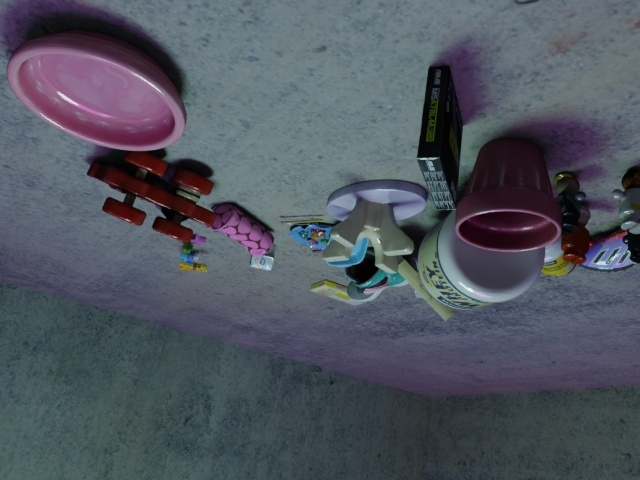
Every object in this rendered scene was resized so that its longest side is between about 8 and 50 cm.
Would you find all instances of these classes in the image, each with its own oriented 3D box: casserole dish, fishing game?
[{"bbox_3d":[0.073,0.011,1.747,0.114,0.036,0.188,-3,145,-8],"label":"casserole dish"},{"bbox_3d":[0.000,0.000,1.802,0.189,0.041,0.264,0,159,20],"label":"fishing game"}]

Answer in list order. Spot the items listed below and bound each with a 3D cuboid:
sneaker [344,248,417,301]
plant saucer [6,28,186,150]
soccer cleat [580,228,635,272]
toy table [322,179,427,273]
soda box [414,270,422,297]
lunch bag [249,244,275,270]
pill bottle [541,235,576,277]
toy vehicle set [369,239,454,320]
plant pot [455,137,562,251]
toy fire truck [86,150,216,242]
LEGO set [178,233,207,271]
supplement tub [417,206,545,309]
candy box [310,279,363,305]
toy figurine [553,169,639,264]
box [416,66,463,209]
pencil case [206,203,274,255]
[{"bbox_3d":[0.134,0.111,1.904,0.179,0.123,0.296,17,149,-32],"label":"sneaker"},{"bbox_3d":[-0.421,-0.292,1.196,0.333,0.084,0.332,8,157,3],"label":"plant saucer"},{"bbox_3d":[0.749,-0.005,1.444,0.318,0.108,0.116,-13,130,45],"label":"soccer cleat"},{"bbox_3d":[0.124,-0.034,1.514,0.252,0.160,0.274,25,154,-33],"label":"toy table"},{"bbox_3d":[0.410,0.146,1.953,0.216,0.073,0.069,2,157,17],"label":"soda box"},{"bbox_3d":[-0.182,0.050,1.938,0.071,0.083,0.053,15,157,-14],"label":"lunch bag"},{"bbox_3d":[0.571,0.019,1.542,0.103,0.103,0.184,-7,154,34],"label":"pill bottle"},{"bbox_3d":[0.256,0.101,1.720,0.267,0.035,0.166,44,-175,-32],"label":"toy vehicle set"},{"bbox_3d":[0.377,-0.096,1.234,0.202,0.180,0.201,8,159,3],"label":"plant pot"},{"bbox_3d":[-0.424,-0.118,1.563,0.302,0.169,0.254,23,178,-30],"label":"toy fire truck"},{"bbox_3d":[-0.415,0.057,2.041,0.093,0.086,0.227,13,159,-9],"label":"LEGO set"},{"bbox_3d":[0.364,0.042,1.467,0.236,0.235,0.325,10,169,-1],"label":"supplement tub"},{"bbox_3d":[0.076,0.194,2.263,0.206,0.027,0.105,21,157,-27],"label":"candy box"},{"bbox_3d":[0.605,-0.054,1.313,0.213,0.148,0.209,-3,149,33],"label":"toy figurine"},{"bbox_3d":[0.217,-0.176,1.095,0.045,0.184,0.190,-1,155,21],"label":"box"},{"bbox_3d":[-0.227,-0.025,1.765,0.098,0.095,0.209,-38,139,13],"label":"pencil case"}]
